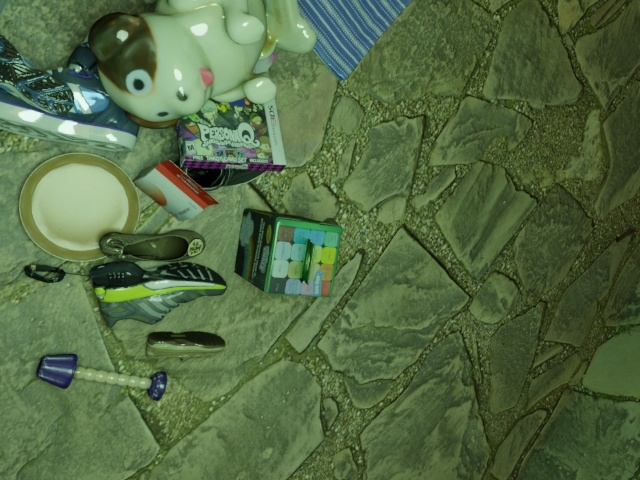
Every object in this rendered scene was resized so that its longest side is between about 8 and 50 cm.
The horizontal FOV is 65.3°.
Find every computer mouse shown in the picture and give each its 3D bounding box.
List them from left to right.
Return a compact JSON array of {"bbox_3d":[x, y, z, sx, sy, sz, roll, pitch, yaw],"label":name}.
[{"bbox_3d":[-0.507,0.062,1.076,0.242,0.071,0.041,2,119,-14],"label":"computer mouse"}]

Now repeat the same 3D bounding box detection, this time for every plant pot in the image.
[{"bbox_3d":[-0.519,-0.072,1.089,0.236,0.032,0.236,-5,102,-28],"label":"plant pot"}]

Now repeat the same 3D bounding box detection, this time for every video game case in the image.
[{"bbox_3d":[-0.201,-0.256,1.100,0.232,0.042,0.210,-1,71,-28],"label":"video game case"}]

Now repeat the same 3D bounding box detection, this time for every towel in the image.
[{"bbox_3d":[0.086,-0.624,1.317,0.243,0.040,0.336,44,78,-27],"label":"towel"}]

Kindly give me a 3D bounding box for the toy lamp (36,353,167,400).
[{"bbox_3d":[-0.499,0.315,1.149,0.274,0.080,0.080,24,88,-31],"label":"toy lamp"}]

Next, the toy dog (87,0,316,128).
[{"bbox_3d":[-0.244,-0.402,0.949,0.395,0.285,0.408,24,62,11],"label":"toy dog"}]

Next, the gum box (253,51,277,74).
[{"bbox_3d":[-0.197,-0.409,1.186,0.107,0.062,0.188,38,80,-29],"label":"gum box"}]

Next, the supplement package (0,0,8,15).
[{"bbox_3d":[-0.675,-0.450,0.862,0.203,0.149,0.194,26,87,-29],"label":"supplement package"}]

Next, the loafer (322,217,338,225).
[{"bbox_3d":[0.000,0.000,1.380,0.056,0.050,0.148,39,80,-29],"label":"loafer"}]

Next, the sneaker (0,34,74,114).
[{"bbox_3d":[-0.537,-0.289,0.866,0.211,0.081,0.080,40,72,-27],"label":"sneaker"}]

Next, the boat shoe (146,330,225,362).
[{"bbox_3d":[-0.336,0.270,1.245,0.190,0.068,0.072,9,108,-20],"label":"boat shoe"}]

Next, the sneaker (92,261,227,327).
[{"bbox_3d":[-0.371,0.129,1.179,0.299,0.111,0.121,-3,116,-23],"label":"sneaker"}]

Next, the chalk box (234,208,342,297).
[{"bbox_3d":[-0.069,0.032,1.210,0.179,0.289,0.180,7,96,-30],"label":"chalk box"}]

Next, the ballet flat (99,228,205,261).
[{"bbox_3d":[-0.375,0.016,1.149,0.249,0.058,0.084,3,107,-42],"label":"ballet flat"}]

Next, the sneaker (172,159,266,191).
[{"bbox_3d":[-0.209,-0.173,1.176,0.295,0.147,0.105,-19,106,-26],"label":"sneaker"}]

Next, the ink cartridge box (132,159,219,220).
[{"bbox_3d":[-0.322,-0.104,1.106,0.145,0.179,0.045,44,66,-28],"label":"ink cartridge box"}]

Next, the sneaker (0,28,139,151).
[{"bbox_3d":[-0.515,-0.323,1.002,0.322,0.130,0.236,9,85,-25],"label":"sneaker"}]
